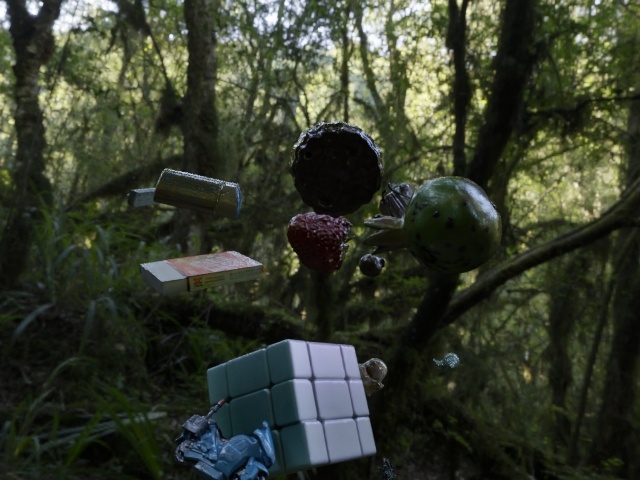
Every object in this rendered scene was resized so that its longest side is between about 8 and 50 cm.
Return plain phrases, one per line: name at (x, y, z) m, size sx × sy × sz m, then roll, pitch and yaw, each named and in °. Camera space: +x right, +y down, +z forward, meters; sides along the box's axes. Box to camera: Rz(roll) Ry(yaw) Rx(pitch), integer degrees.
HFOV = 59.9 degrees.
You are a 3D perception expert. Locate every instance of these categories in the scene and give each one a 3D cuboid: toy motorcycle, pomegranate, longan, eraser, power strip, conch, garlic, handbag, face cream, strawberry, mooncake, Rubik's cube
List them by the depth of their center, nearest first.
eraser at (-0.262, 0.068, 1.225) m, size 0.231 × 0.038 × 0.157 m, roll -9°, pitch 16°, yaw -32°
pomegranate at (0.266, -0.021, 1.262) m, size 0.231 × 0.230 × 0.286 m, roll 22°, pitch -31°, yaw -40°
toy motorcycle at (-0.213, 0.488, 1.306) m, size 0.272 × 0.182 × 0.123 m, roll 12°, pitch -53°, yaw 33°
Rubik's cube at (-0.082, 0.471, 1.528) m, size 0.322 × 0.315 × 0.319 m, roll -27°, pitch -26°, yaw 30°
handbag at (0.295, -0.073, 1.791) m, size 0.283 × 0.149 × 0.301 m, roll 48°, pitch 13°, yaw -26°
mooncake at (0.053, -0.243, 1.859) m, size 0.324 × 0.323 × 0.187 m, roll 11°, pitch 12°, yaw -5°
face cream at (-0.401, -0.156, 1.862) m, size 0.285 × 0.139 × 0.067 m, roll 12°, pitch -33°, yaw -2°
power strip at (-0.581, -0.162, 1.985) m, size 0.027 × 0.060 × 0.253 m, roll 37°, pitch 27°, yaw 23°
conch at (0.459, 0.445, 2.009) m, size 0.088 × 0.065 × 0.180 m, roll -22°, pitch -5°, yaw 4°
garlic at (0.178, 0.527, 2.155) m, size 0.175 × 0.124 × 0.099 m, roll -27°, pitch 3°, yaw -16°
strawberry at (0.000, -0.004, 2.296) m, size 0.258 × 0.260 × 0.261 m, roll 11°, pitch -14°, yaw 11°
longan at (0.229, 0.109, 2.449) m, size 0.119 × 0.106 × 0.106 m, roll -16°, pitch -17°, yaw 4°

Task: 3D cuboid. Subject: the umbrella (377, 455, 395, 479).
umbrella at (0.149, 0.525, 1.294) m, size 0.044 × 0.044 × 0.269 m, roll 21°, pitch -9°, yaw 4°
